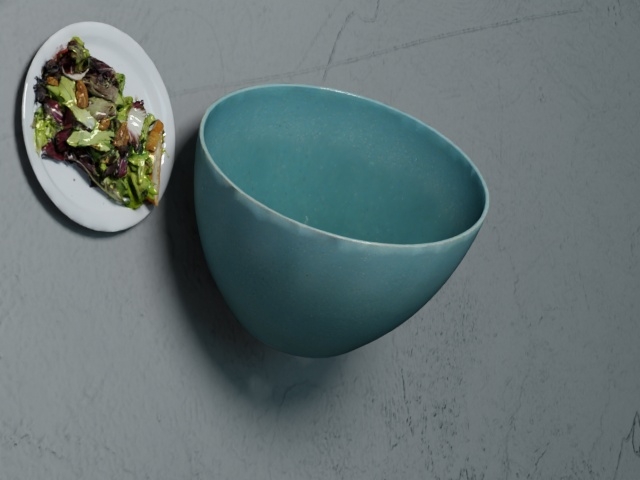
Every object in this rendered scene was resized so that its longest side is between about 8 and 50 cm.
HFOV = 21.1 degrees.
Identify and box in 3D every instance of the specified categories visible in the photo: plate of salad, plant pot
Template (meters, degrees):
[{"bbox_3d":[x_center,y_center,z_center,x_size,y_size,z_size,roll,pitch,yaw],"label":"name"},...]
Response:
[{"bbox_3d":[-0.199,-0.108,1.618,0.200,0.048,0.200,7,81,-50],"label":"plate of salad"},{"bbox_3d":[0.000,0.000,1.711,0.290,0.290,0.195,-28,143,-49],"label":"plant pot"}]
